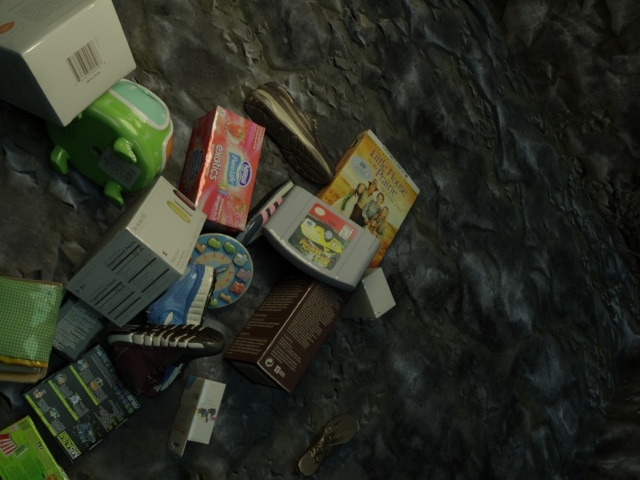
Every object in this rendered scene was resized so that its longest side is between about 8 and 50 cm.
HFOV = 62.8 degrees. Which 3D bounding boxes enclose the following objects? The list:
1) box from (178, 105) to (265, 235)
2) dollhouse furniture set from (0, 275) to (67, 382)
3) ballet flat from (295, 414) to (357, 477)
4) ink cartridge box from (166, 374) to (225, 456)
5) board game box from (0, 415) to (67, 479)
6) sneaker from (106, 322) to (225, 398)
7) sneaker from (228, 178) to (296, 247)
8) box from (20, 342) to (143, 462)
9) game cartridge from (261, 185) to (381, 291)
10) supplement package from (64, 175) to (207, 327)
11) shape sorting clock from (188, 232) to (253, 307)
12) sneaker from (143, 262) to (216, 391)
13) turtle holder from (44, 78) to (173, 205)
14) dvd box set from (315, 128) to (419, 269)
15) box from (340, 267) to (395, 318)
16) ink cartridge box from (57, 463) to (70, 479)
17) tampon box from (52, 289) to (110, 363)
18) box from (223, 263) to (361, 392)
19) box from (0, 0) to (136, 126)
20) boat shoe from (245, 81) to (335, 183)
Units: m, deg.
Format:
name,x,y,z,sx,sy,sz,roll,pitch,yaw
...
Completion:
name,x,y,z,sx,sy,sz,roll,pitch,yaw
box,-0.266,-0.174,1.379,0.154,0.142,0.299,20,72,-34
dollhouse furniture set,-0.659,0.154,0.958,0.302,0.151,0.197,7,80,-8
ballet flat,0.017,0.606,1.543,0.084,0.058,0.250,42,48,16
ink cartridge box,-0.306,0.432,1.288,0.062,0.104,0.181,26,70,-31
board game box,-0.591,0.460,1.059,0.092,0.043,0.181,-30,73,-35
sneaker,-0.338,0.275,1.167,0.106,0.282,0.162,-22,111,-70
sneaker,-0.146,-0.037,1.470,0.131,0.112,0.319,52,59,-16
box,-0.527,0.358,1.172,0.184,0.045,0.190,-37,107,-32
game cartridge,0.000,0.000,1.407,0.294,0.060,0.196,33,63,1
supplement package,-0.389,0.016,1.143,0.145,0.204,0.261,43,21,-22
shape sorting clock,-0.277,0.080,1.348,0.206,0.040,0.206,-6,111,-15
sneaker,-0.366,0.207,1.279,0.147,0.130,0.329,17,83,-3
turtle holder,-0.491,-0.258,1.195,0.321,0.243,0.227,20,49,7
dvd box set,0.145,-0.117,1.730,0.307,0.062,0.420,47,60,-23
box,0.123,0.162,1.607,0.091,0.171,0.130,-28,102,-36
ink cartridge box,-0.584,0.562,1.087,0.151,0.063,0.109,-32,103,-35
tampon box,-0.532,0.171,1.144,0.101,0.120,0.161,45,60,-21
box,-0.074,0.214,1.442,0.143,0.191,0.381,48,60,-23
box,-0.586,-0.400,1.034,0.215,0.346,0.168,-55,159,-29
boat shoe,-0.062,-0.326,1.561,0.355,0.132,0.130,49,59,-22
